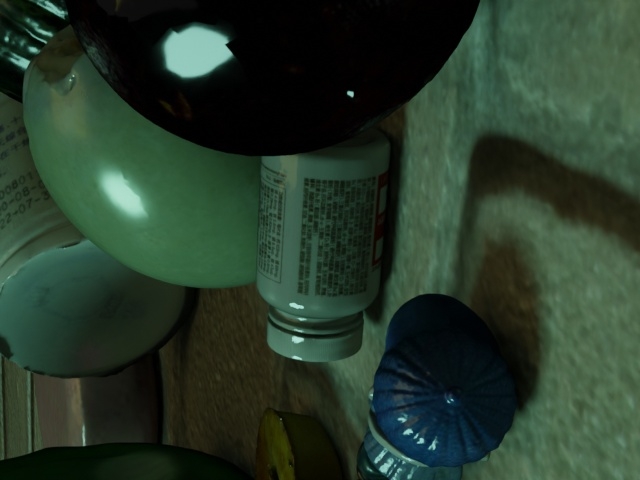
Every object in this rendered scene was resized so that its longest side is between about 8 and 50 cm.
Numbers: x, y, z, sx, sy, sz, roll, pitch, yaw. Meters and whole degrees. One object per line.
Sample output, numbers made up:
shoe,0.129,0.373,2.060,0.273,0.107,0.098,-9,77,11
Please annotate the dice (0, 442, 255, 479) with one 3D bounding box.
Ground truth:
dice,-0.181,0.345,1.095,0.300,0.297,0.287,-143,49,-61

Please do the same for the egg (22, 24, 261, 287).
egg,-0.091,-0.060,0.933,0.217,0.183,0.183,61,168,-24

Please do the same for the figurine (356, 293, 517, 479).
figurine,0.054,0.096,0.755,0.086,0.087,0.149,38,143,10

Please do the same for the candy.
candy,-0.243,0.152,1.478,0.255,0.094,0.255,175,90,-69

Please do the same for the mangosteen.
mangosteen,-0.038,-0.171,0.699,0.265,0.228,0.228,47,143,21

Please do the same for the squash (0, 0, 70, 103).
squash,-0.226,-0.223,1.218,0.218,0.172,0.218,-39,38,41

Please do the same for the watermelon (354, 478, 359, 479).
watermelon,0.016,0.294,0.860,0.320,0.213,0.290,53,-126,-55

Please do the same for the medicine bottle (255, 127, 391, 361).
medicine bottle,0.000,0.000,0.859,0.079,0.079,0.140,-139,48,-60

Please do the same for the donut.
donut,-0.015,0.170,0.982,0.097,0.043,0.108,108,150,-45

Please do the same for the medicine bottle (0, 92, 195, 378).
medicine bottle,-0.250,-0.051,1.325,0.190,0.190,0.332,107,150,-42
